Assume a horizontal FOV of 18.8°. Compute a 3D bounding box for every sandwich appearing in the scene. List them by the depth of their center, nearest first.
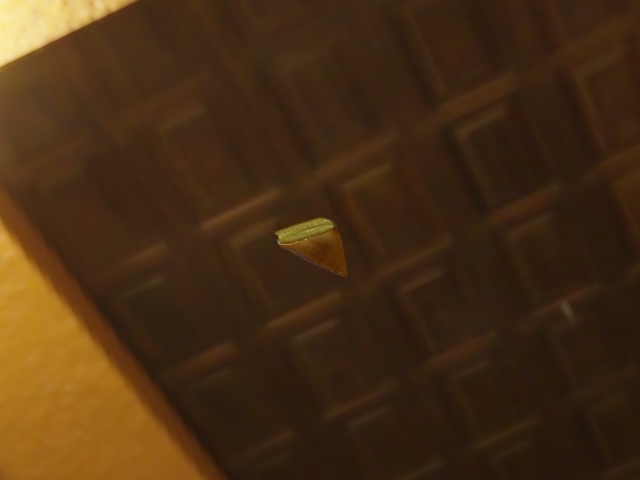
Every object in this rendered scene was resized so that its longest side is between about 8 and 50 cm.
[{"bbox_3d":[0.000,0.000,1.854,0.083,0.044,0.031,27,-164,-35],"label":"sandwich"}]
